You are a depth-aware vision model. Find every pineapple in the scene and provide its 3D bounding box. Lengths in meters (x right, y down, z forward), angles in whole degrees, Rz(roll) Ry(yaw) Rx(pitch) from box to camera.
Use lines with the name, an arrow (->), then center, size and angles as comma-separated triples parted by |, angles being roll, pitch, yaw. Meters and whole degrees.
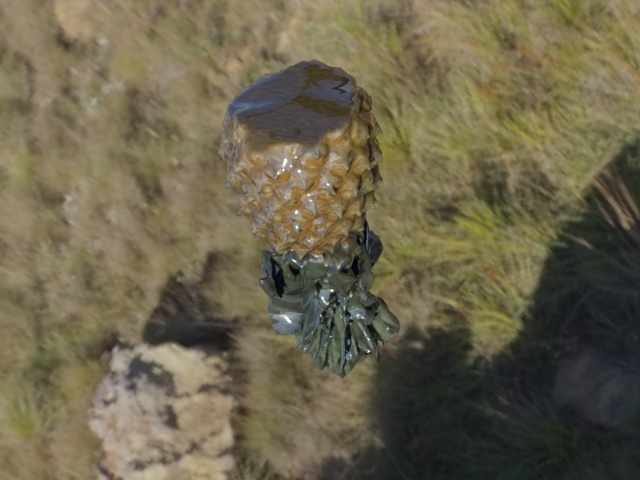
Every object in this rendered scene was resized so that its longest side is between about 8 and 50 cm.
pineapple -> 0.000, 0.000, 0.502 | 0.074, 0.159, 0.074 | -6, 43, 6
